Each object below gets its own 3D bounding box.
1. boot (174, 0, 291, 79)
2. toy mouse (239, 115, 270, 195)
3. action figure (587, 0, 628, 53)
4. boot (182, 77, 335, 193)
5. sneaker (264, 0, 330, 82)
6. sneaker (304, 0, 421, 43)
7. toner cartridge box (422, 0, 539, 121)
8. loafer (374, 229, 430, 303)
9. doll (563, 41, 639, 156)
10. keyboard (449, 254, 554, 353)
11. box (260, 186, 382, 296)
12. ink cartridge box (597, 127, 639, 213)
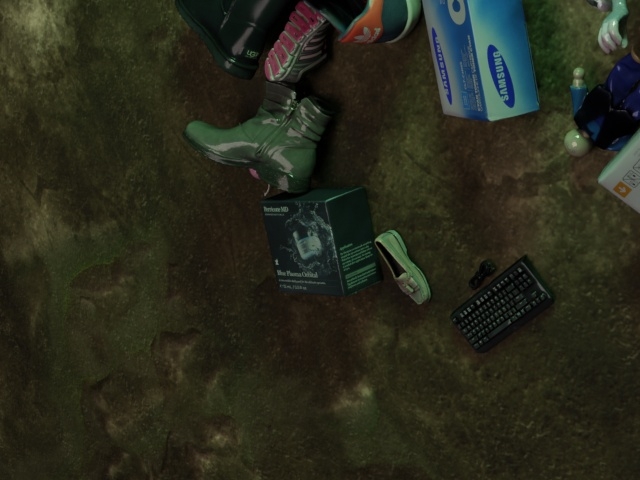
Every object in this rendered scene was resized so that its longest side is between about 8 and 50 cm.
[{"bbox_3d":[-0.118,-0.394,1.906,0.207,0.094,0.246,-58,43,25],"label":"boot"},{"bbox_3d":[-0.097,-0.153,2.032,0.143,0.031,0.161,42,133,25],"label":"toy mouse"},{"bbox_3d":[0.370,-0.365,1.291,0.370,0.248,0.275,-26,87,46],"label":"action figure"},{"bbox_3d":[-0.094,-0.188,1.953,0.247,0.083,0.161,24,109,23],"label":"boot"},{"bbox_3d":[-0.013,-0.305,1.860,0.170,0.075,0.063,-54,47,21],"label":"sneaker"},{"bbox_3d":[-0.006,-0.420,1.730,0.350,0.148,0.131,54,137,14],"label":"sneaker"},{"bbox_3d":[0.186,-0.332,1.575,0.165,0.075,0.347,-147,44,-73],"label":"toner cartridge box"},{"bbox_3d":[0.122,0.045,1.887,0.045,0.039,0.125,-36,81,47],"label":"loafer"},{"bbox_3d":[0.362,-0.169,1.537,0.129,0.046,0.189,46,141,9],"label":"doll"},{"bbox_3d":[0.251,0.086,1.786,0.108,0.023,0.180,57,137,11],"label":"keyboard"},{"bbox_3d":[0.000,0.000,1.955,0.156,0.093,0.158,1,107,46],"label":"box"},{"bbox_3d":[0.520,-0.080,1.377,0.307,0.072,0.303,36,133,2],"label":"ink cartridge box"}]
